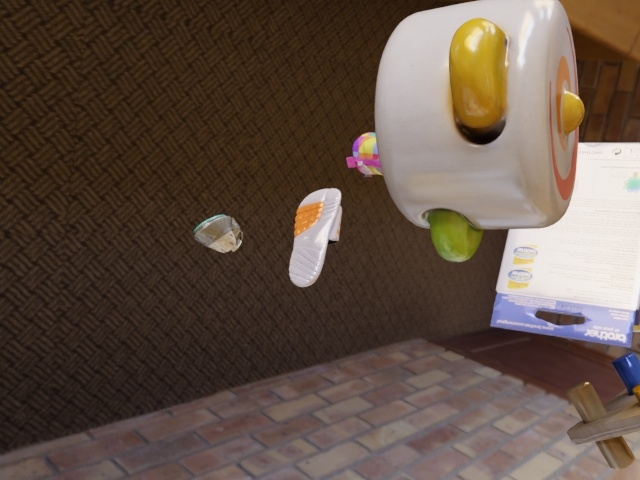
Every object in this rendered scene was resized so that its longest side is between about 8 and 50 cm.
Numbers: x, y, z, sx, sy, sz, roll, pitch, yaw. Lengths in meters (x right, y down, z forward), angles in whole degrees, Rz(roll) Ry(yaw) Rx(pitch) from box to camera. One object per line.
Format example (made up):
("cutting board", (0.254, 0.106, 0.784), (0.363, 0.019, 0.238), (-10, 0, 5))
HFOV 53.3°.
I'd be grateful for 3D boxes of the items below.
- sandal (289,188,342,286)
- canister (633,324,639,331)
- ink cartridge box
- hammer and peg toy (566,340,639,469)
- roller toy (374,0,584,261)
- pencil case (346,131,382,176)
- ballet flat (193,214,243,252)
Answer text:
("sandal", (-0.010, 0.001, 1.442), (0.076, 0.101, 0.265), (56, 40, -49))
("canister", (0.772, 0.155, 1.411), (0.126, 0.169, 0.073), (80, 12, -52))
("ink cartridge box", (0.364, 0.001, 0.902), (0.065, 0.185, 0.311), (52, 52, -50))
("hammer and peg toy", (0.542, 0.185, 0.903), (0.361, 0.127, 0.266), (-20, 164, -31))
("roller toy", (0.145, -0.106, 0.541), (0.191, 0.146, 0.209), (-59, 139, -42))
("pencil case", (0.171, -0.175, 1.349), (0.104, 0.236, 0.105), (-9, 104, -41))
("ballet flat", (-0.185, -0.009, 1.224), (0.072, 0.068, 0.213), (-38, 180, 3))
